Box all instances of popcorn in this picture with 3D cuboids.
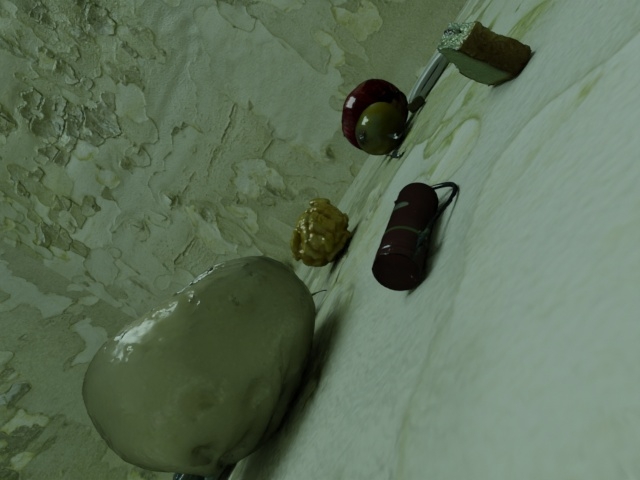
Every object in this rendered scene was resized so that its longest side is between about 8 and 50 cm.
[{"bbox_3d":[0.008,-0.017,1.073,0.163,0.140,0.194,-66,-9,11],"label":"popcorn"}]

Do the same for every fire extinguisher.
[{"bbox_3d":[0.096,-0.020,0.421,0.078,0.045,0.157,-21,24,35],"label":"fire extinguisher"}]

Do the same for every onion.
[{"bbox_3d":[0.189,-0.418,1.453,0.246,0.190,0.246,-28,-38,-25],"label":"onion"}]

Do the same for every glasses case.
[{"bbox_3d":[0.347,-0.520,1.364,0.197,0.049,0.076,-57,2,26],"label":"glasses case"}]

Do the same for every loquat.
[{"bbox_3d":[0.182,-0.338,1.289,0.195,0.152,0.152,-40,-9,-38],"label":"loquat"}]

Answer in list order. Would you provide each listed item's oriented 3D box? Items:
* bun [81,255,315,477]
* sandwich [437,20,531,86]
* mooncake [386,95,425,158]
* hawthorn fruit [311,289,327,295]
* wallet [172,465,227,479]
[{"bbox_3d":[-0.143,0.171,0.616,0.326,0.234,0.362,-40,-3,-10],"label":"bun"},{"bbox_3d":[0.182,-0.216,0.501,0.105,0.093,0.035,-59,-6,-78],"label":"sandwich"},{"bbox_3d":[0.236,-0.327,1.172,0.346,0.057,0.150,-58,5,-32],"label":"mooncake"},{"bbox_3d":[-0.094,0.152,0.875,0.189,0.149,0.149,-61,3,-40],"label":"hawthorn fruit"},{"bbox_3d":[-0.204,0.390,0.883,0.252,0.083,0.360,-53,-1,-19],"label":"wallet"}]
